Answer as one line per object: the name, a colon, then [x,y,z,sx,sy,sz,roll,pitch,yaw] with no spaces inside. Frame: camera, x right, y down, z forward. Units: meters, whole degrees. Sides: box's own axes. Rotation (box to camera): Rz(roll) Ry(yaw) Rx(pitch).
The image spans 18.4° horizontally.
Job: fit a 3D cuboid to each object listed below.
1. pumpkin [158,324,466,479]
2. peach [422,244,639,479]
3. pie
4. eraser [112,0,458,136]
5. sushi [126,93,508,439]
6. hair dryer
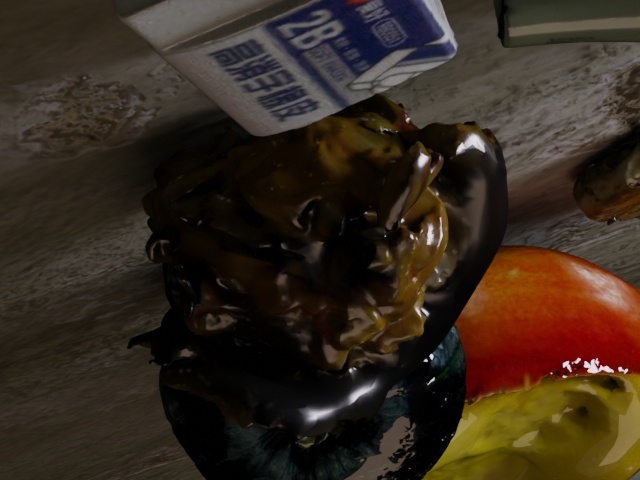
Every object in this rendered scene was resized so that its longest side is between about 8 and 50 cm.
pumpkin: [-0.005,0.105,1.498,0.233,0.233,0.163,-21,-161,9]
peach: [0.123,0.127,1.733,0.380,0.242,0.306,-7,145,-3]
pie: [0.295,-0.062,1.613,0.195,0.046,0.195,-16,166,-4]
eraser: [-0.017,-0.120,0.953,0.124,0.068,0.210,-20,165,10]
sushi: [-0.002,0.002,1.227,0.213,0.204,0.200,15,-157,14]
hair dryer: [0.192,-0.141,1.172,0.219,0.088,0.225,-6,177,-21]
